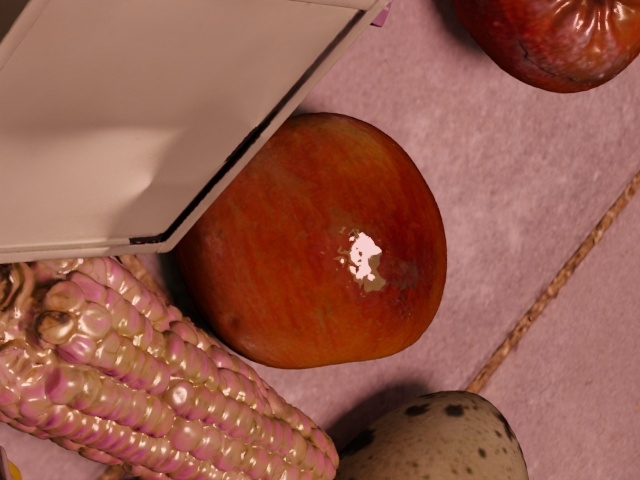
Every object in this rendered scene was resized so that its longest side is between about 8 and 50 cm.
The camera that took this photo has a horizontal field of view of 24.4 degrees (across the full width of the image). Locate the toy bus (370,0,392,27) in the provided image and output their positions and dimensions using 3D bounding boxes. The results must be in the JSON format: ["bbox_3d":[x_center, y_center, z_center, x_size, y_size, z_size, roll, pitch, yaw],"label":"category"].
[{"bbox_3d":[-0.035,-0.208,0.936,0.199,0.096,0.108,21,92,-45],"label":"toy bus"}]

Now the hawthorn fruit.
[{"bbox_3d":[0.178,-0.197,1.096,0.173,0.173,0.173,-16,115,-38],"label":"hawthorn fruit"}]

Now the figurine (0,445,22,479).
[{"bbox_3d":[-0.173,0.281,0.947,0.308,0.143,0.308,-14,110,-44],"label":"figurine"}]

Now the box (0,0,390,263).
[{"bbox_3d":[-0.127,-0.102,0.773,0.225,0.117,0.225,-4,146,-49],"label":"box"}]

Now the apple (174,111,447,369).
[{"bbox_3d":[0.000,0.000,1.018,0.195,0.160,0.173,-13,91,-46],"label":"apple"}]

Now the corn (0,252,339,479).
[{"bbox_3d":[-0.110,0.100,0.964,0.335,0.127,0.126,40,77,-47],"label":"corn"}]

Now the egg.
[{"bbox_3d":[0.078,0.219,1.137,0.177,0.177,0.228,45,62,-42],"label":"egg"}]
